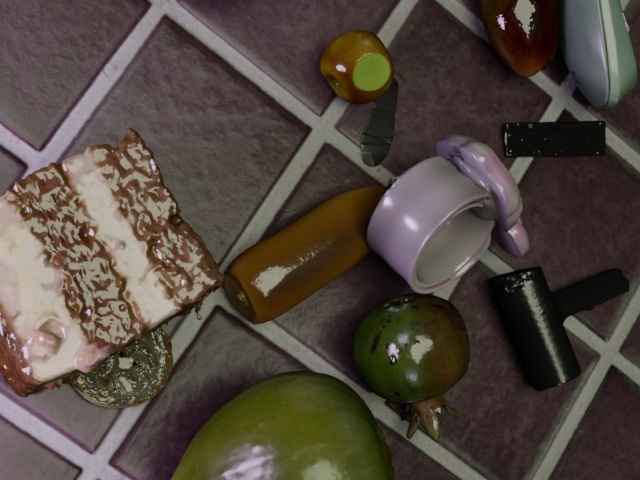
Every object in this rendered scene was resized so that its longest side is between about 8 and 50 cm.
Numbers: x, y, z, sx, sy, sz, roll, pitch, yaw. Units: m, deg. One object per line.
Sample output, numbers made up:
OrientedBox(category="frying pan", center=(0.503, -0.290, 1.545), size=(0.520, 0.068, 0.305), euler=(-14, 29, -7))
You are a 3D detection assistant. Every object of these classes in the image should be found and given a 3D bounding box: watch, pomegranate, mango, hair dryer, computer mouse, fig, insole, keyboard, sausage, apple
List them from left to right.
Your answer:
OrientedBox(category="fig", center=(-0.054, 0.333, 1.778), size=(0.316, 0.316, 0.316), euler=(2, 84, -21))
OrientedBox(category="sausage", center=(0.003, 0.005, 1.916), size=(0.328, 0.112, 0.112), euler=(-34, 97, -23))
OrientedBox(category="apple", center=(0.055, -0.266, 1.965), size=(0.102, 0.099, 0.114), euler=(-29, 121, -12))
OrientedBox(category="insole", center=(0.095, -0.189, 2.021), size=(0.053, 0.002, 0.152), euler=(13, 81, -19))
OrientedBox(category="pomegranate", center=(0.146, 0.190, 1.922), size=(0.181, 0.181, 0.224), euler=(-27, 111, -21))
OrientedBox(category="watch", center=(0.178, -0.031, 1.917), size=(0.217, 0.248, 0.211), euler=(-39, 63, -10))
OrientedBox(category="mango", center=(0.320, -0.399, 2.072), size=(0.133, 0.111, 0.267), euler=(-3, 81, -10))
OrientedBox(category="keyboard", center=(0.391, -0.170, 2.126), size=(0.195, 0.018, 0.060), euler=(-2, 93, -21))
OrientedBox(category="hair dryer", center=(0.410, 0.109, 2.075), size=(0.251, 0.089, 0.197), euler=(-23, 93, -28))
OrientedBox(category="computer mouse", center=(0.435, -0.353, 2.089), size=(0.097, 0.159, 0.288), euler=(-17, 90, 0))

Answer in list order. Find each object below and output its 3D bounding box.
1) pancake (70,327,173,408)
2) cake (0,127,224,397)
OrientedBox(category="pancake", center=(-0.287, 0.167, 1.829), size=(0.158, 0.028, 0.158), euler=(3, 80, -20))
OrientedBox(category="cake", center=(-0.326, 0.033, 1.694), size=(0.290, 0.256, 0.282), euler=(-27, 88, -23))
